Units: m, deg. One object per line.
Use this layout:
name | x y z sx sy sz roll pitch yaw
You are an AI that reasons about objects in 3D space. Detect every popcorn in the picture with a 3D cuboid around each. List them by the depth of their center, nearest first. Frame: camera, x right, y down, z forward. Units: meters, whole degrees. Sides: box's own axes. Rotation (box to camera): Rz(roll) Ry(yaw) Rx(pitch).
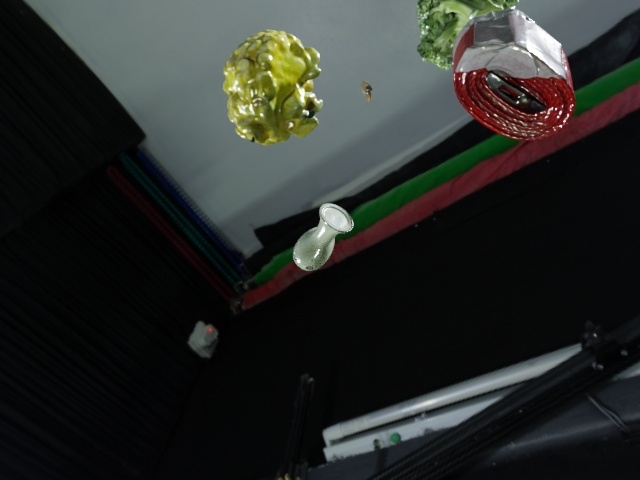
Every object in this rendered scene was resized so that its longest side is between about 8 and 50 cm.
popcorn | -0.086 -0.286 0.846 0.189 0.218 0.170 -12 -124 -21

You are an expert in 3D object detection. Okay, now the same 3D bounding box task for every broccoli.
broccoli | 0.393 -0.591 1.144 0.235 0.288 0.260 -18 -135 -29

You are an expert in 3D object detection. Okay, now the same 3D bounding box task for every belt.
belt | 0.291 -0.255 0.674 0.128 0.200 0.124 -40 -153 49

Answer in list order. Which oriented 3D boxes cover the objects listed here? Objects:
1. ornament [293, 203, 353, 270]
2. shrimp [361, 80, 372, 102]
ornament | 0.000 0.000 0.874 0.081 0.074 0.156 -47 174 -45
shrimp | 0.133 -0.412 1.230 0.023 0.059 0.108 -18 -151 4
